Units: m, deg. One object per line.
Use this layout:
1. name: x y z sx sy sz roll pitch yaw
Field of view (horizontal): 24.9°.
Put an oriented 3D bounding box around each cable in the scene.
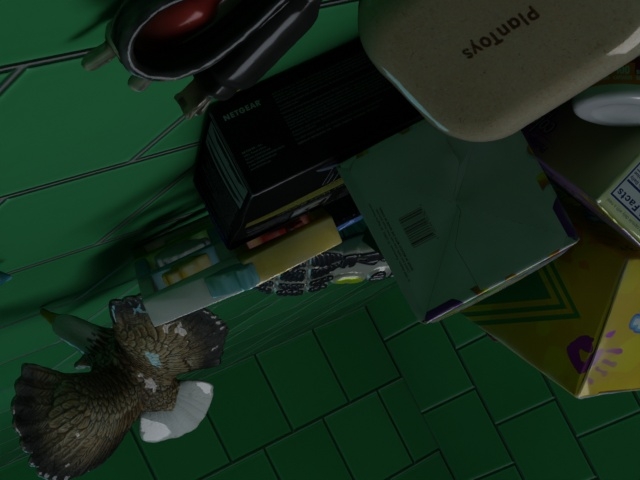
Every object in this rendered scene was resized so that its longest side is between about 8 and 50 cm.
1. cable: -0.016 -0.168 0.795 0.287 0.072 0.139 -42 151 20

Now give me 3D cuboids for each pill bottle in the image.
1. pill bottle: 0.255 -0.178 1.210 0.086 0.152 0.086 4 167 1

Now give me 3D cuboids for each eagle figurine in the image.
1. eagle figurine: -0.223 0.142 1.620 0.225 0.226 0.298 2 -172 -9

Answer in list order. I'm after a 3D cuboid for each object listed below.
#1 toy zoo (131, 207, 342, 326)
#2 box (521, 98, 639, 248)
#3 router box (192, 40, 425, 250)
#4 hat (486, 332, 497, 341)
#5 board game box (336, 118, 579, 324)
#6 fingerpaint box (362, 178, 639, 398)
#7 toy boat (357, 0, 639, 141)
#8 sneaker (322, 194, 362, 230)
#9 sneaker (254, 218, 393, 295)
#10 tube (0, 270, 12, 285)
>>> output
1. toy zoo: -0.087 0.010 1.419 0.192 0.030 0.293 -24 -166 -5
2. box: 0.319 -0.127 1.327 0.243 0.117 0.213 -48 -153 4
3. router box: 0.047 -0.109 1.263 0.309 0.081 0.243 -26 174 -13
4. hat: 0.194 0.014 2.082 0.173 0.183 0.208 11 -166 8
5. board game box: 0.120 -0.021 1.247 0.142 0.144 0.275 -28 175 4
6. fingerpaint box: 0.340 0.006 1.617 0.445 0.371 0.163 1 115 -36
7. toy boat: 0.144 -0.181 0.976 0.231 0.151 0.151 -31 -157 36
8. sneaker: -0.024 -0.023 1.731 0.209 0.069 0.082 -25 177 -21
9. sneaker: 0.000 0.000 1.854 0.275 0.110 0.107 -6 147 -23
10. tube: -0.304 0.038 1.195 0.080 0.052 0.207 -15 178 -7
